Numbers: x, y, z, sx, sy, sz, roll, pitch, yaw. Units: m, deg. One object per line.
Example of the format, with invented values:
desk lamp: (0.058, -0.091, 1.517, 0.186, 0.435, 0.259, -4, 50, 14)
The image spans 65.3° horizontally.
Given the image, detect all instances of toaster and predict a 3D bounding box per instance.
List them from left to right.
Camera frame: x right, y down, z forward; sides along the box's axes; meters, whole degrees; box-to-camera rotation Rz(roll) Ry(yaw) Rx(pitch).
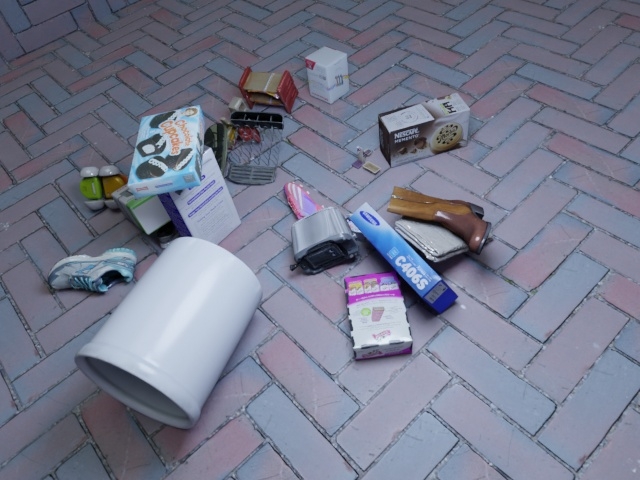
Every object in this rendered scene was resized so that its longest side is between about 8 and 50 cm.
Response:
toaster: (0.000, 0.000, 1.532, 0.227, 0.129, 0.146, -25, 49, 14)

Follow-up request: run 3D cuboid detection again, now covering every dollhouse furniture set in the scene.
dollhouse furniture set: (-0.259, -0.518, 2.047, 0.201, 0.152, 0.374, 14, 71, 20)
dollhouse furniture set: (0.178, -0.302, 1.799, 0.091, 0.081, 0.114, -40, 55, -22)

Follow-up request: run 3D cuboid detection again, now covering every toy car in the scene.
toy car: (-0.798, -0.203, 1.869, 0.182, 0.159, 0.136, -2, 15, 9)

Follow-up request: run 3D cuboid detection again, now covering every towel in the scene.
towel: (0.369, -0.027, 1.499, 0.282, 0.049, 0.187, -15, 46, -35)

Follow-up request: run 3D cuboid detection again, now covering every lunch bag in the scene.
lunch bag: (0.113, -0.044, 1.614, 0.083, 0.053, 0.071, 16, 56, 11)

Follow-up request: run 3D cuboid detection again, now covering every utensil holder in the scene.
utensil holder: (-0.366, 0.230, 1.295, 0.328, 0.327, 0.385, 14, 51, 21)

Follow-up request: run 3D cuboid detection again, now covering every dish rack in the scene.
dish rack: (-0.247, -0.342, 1.859, 0.208, 0.074, 0.271, 5, 76, 9)

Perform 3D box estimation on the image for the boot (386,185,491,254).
boot: (0.330, -0.071, 1.421, 0.280, 0.096, 0.264, 16, 35, 2)

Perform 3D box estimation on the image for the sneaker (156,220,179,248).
sneaker: (-0.512, -0.056, 1.721, 0.063, 0.075, 0.170, 7, 52, 16)

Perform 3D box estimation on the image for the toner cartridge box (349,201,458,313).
toner cartridge box: (0.234, 0.045, 1.433, 0.075, 0.165, 0.348, -44, 53, 6)

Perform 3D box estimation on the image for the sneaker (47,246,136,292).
sneaker: (-0.734, 0.111, 1.600, 0.283, 0.110, 0.122, -16, 53, -4)

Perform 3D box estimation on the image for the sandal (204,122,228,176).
sandal: (-0.395, -0.304, 1.892, 0.120, 0.086, 0.302, 1, 66, 17)

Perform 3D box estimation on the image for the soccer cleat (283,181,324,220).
soccer cleat: (-0.063, -0.113, 1.688, 0.095, 0.083, 0.248, -38, 57, -15)

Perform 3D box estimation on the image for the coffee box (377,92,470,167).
coffee box: (0.366, -0.394, 1.787, 0.297, 0.168, 0.119, -16, 49, -4)

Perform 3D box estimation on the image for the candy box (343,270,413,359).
candy box: (0.155, 0.203, 1.383, 0.159, 0.071, 0.233, -8, 48, 3)

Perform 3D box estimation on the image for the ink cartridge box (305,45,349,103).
ink cartridge box: (0.031, -0.692, 2.096, 0.128, 0.176, 0.127, 33, 60, 31)

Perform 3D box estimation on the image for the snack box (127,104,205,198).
snack box: (-0.436, -0.263, 1.443, 0.187, 0.060, 0.322, -11, 48, 2)

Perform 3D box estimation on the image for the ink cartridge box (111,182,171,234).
ink cartridge box: (-0.580, -0.146, 1.725, 0.198, 0.114, 0.273, -38, 33, -21)

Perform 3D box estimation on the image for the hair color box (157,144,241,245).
hair color box: (-0.391, -0.129, 1.586, 0.110, 0.339, 0.185, 29, 61, 29)
